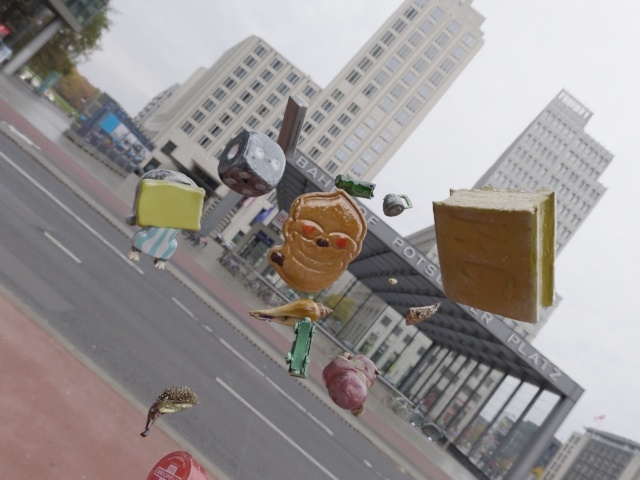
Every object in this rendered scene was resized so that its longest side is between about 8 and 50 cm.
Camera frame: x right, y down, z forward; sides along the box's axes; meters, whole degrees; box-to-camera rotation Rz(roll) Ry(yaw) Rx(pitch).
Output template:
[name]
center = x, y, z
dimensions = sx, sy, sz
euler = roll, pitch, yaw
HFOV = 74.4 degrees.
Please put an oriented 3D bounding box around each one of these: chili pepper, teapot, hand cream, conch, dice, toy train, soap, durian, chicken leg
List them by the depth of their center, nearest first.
[soap]
center = 0.471, 0.026, 1.151
dimensions = 0.294, 0.156, 0.334
euler = 13, -55, 44
[toy train]
center = -0.065, 0.372, 1.467
dimensions = 0.083, 0.200, 0.132
euler = 11, -28, 8
[hand cream]
center = -0.515, 0.876, 1.514
dimensions = 0.193, 0.193, 0.125
euler = 31, -30, 52
[dice]
center = -0.250, -0.275, 1.533
dimensions = 0.182, 0.181, 0.183
euler = -11, -33, 42
[durian]
center = -0.558, 0.603, 1.622
dimensions = 0.188, 0.149, 0.091
euler = 32, 39, -56
[conch]
center = -0.113, 0.274, 1.644
dimensions = 0.331, 0.093, 0.109
euler = 5, -43, -11
[chicken leg]
center = -0.636, 0.675, 1.681
dimensions = 0.090, 0.219, 0.048
euler = 28, -35, 36
[teapot]
center = 0.326, -0.159, 1.849
dimensions = 0.124, 0.092, 0.090
euler = 10, 53, -28
[chili pepper]
center = 0.171, -0.256, 2.019
dimensions = 0.225, 0.098, 0.061
euler = 15, 30, -23

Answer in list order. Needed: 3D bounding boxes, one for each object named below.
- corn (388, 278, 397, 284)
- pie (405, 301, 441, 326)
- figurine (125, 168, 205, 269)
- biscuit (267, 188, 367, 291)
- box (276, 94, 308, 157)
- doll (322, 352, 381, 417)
[corn]
center = 0.331, 0.190, 1.932
dimensions = 0.027, 0.028, 0.083
euler = -8, -11, 26
[pie]
center = 0.333, 0.250, 1.397
dimensions = 0.191, 0.088, 0.033
euler = -2, 43, -42
[figurine]
center = -0.651, -0.120, 1.736
dimensions = 0.267, 0.361, 0.378
euler = 25, 5, -28
[biscuit]
center = 0.000, 0.000, 1.748
dimensions = 0.350, 0.454, 0.078
euler = 24, 4, -20
[box]
center = -0.120, -0.468, 1.742
dimensions = 0.055, 0.243, 0.103
euler = -5, 42, -32
[doll]
center = 0.106, 0.513, 1.534
dimensions = 0.196, 0.152, 0.256
euler = 36, 16, 13
